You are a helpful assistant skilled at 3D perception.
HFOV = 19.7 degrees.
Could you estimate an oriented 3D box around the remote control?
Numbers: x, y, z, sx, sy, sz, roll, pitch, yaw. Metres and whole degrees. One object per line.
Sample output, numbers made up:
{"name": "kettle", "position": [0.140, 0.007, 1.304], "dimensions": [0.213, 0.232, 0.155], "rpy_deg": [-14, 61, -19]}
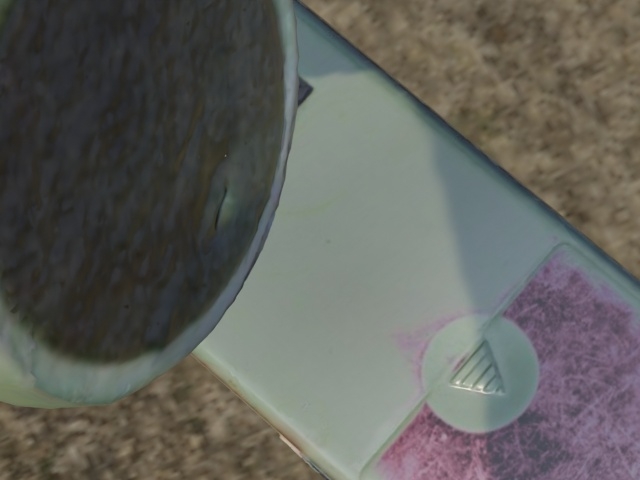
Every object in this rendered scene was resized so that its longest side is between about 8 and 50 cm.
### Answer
{"name": "remote control", "position": [0.000, 0.000, 0.755], "dimensions": [0.344, 0.050, 0.145], "rpy_deg": [41, 87, 12]}

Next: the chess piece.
{"name": "chess piece", "position": [-0.151, -0.050, 0.491], "dimensions": [0.139, 0.272, 0.139], "rpy_deg": [-29, 125, -51]}
